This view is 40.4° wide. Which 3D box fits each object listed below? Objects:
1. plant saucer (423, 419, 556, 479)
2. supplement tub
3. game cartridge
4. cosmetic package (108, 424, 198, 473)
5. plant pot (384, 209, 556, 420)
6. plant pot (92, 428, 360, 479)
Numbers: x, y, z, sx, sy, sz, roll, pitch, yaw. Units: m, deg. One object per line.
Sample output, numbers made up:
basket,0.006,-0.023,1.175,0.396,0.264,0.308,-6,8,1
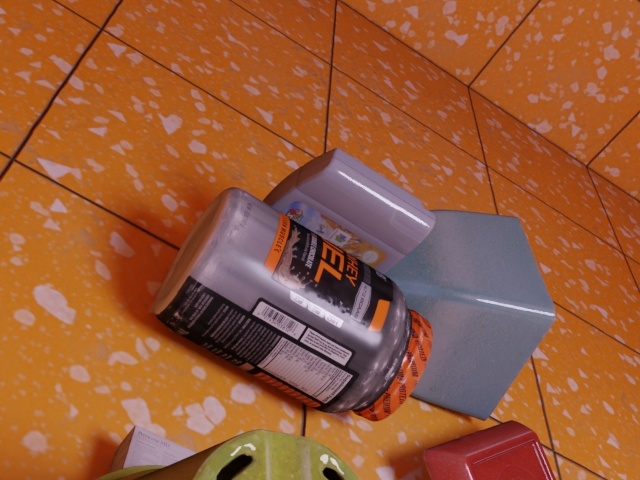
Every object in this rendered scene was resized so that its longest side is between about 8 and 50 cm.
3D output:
plant saucer,0.274,0.385,1.200,0.258,0.047,0.259,-1,66,-49
supplement tub,-0.031,0.094,1.164,0.338,0.207,0.207,31,30,-15
game cartridge,0.000,0.000,1.247,0.198,0.297,0.062,27,47,-17
cosmetic package,-0.116,0.297,0.936,0.239,0.060,0.099,29,35,-16
plant pot,0.177,0.097,1.377,0.252,0.247,0.248,13,36,-15
plant pot,-0.086,0.285,0.728,0.276,0.254,0.276,19,51,-25
